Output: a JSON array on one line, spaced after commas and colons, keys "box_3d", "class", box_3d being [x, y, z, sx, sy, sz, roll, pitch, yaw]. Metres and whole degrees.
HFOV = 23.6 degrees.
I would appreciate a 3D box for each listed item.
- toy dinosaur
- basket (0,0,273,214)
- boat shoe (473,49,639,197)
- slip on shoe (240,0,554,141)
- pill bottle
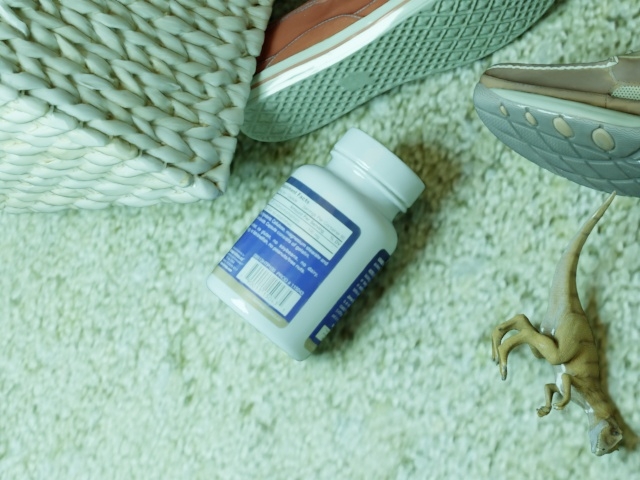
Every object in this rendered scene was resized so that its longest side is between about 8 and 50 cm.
[{"box_3d": [0.197, 0.074, 1.248, 0.112, 0.064, 0.211, -6, 76, 0], "class": "toy dinosaur"}, {"box_3d": [-0.264, -0.197, 1.340, 0.331, 0.328, 0.266, -1, 71, 42], "class": "basket"}, {"box_3d": [0.288, -0.105, 1.248, 0.324, 0.123, 0.116, 13, 68, 19], "class": "boat shoe"}, {"box_3d": [0.062, -0.199, 1.371, 0.331, 0.123, 0.101, -24, 59, 17], "class": "slip on shoe"}, {"box_3d": [0.000, 0.000, 1.316, 0.112, 0.112, 0.187, 38, 86, 29], "class": "pill bottle"}]
